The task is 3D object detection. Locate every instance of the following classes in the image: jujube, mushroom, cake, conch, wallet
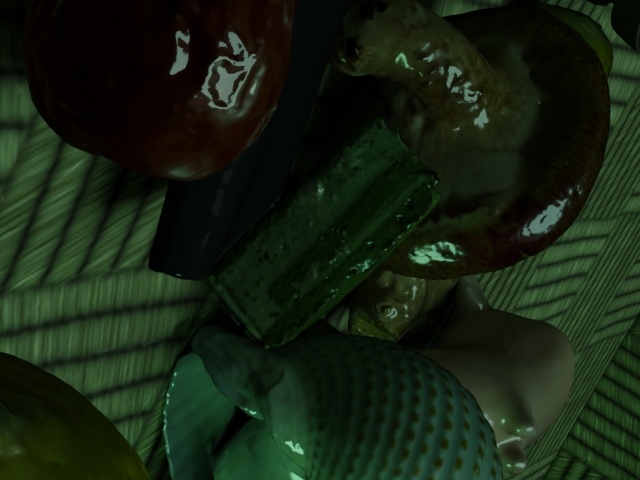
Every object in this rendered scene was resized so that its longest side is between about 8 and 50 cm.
[{"bbox_3d":[-0.086,-0.156,0.783,0.168,0.168,0.236,13,91,-66],"label":"jujube"},{"bbox_3d":[0.119,-0.090,1.173,0.254,0.267,0.267,-13,132,-59],"label":"mushroom"},{"bbox_3d":[0.016,-0.014,1.154,0.235,0.100,0.099,-44,173,28],"label":"cake"},{"bbox_3d":[0.015,0.207,1.256,0.215,0.319,0.303,-21,158,-53],"label":"conch"},{"bbox_3d":[-0.022,-0.179,0.958,0.228,0.062,0.406,-55,168,-59],"label":"wallet"}]

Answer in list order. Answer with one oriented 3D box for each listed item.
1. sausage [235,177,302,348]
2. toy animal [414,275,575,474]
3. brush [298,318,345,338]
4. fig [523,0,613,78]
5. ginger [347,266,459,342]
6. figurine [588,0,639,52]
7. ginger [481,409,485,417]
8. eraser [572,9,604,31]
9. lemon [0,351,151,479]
[{"bbox_3d":[-0.050,0.049,1.282,0.033,0.033,0.269,-22,139,-54],"label":"sausage"},{"bbox_3d":[0.192,0.205,1.752,0.326,0.269,0.237,0,126,-25],"label":"toy animal"},{"bbox_3d":[0.000,0.174,1.514,0.123,0.059,0.197,-48,155,-11],"label":"brush"},{"bbox_3d":[0.259,-0.194,1.463,0.136,0.121,0.153,-38,159,-25],"label":"fig"},{"bbox_3d":[0.105,0.052,1.549,0.294,0.086,0.131,-15,125,-69],"label":"ginger"},{"bbox_3d":[0.402,-0.275,1.438,0.342,0.285,0.167,-27,145,-46],"label":"figurine"},{"bbox_3d":[0.062,0.275,1.502,0.354,0.190,0.126,-55,-173,42],"label":"ginger"},{"bbox_3d":[0.308,-0.184,1.667,0.095,0.052,0.225,-48,155,-16],"label":"eraser"},{"bbox_3d":[-0.240,0.224,0.784,0.336,0.336,0.336,-44,154,-28],"label":"lemon"}]
